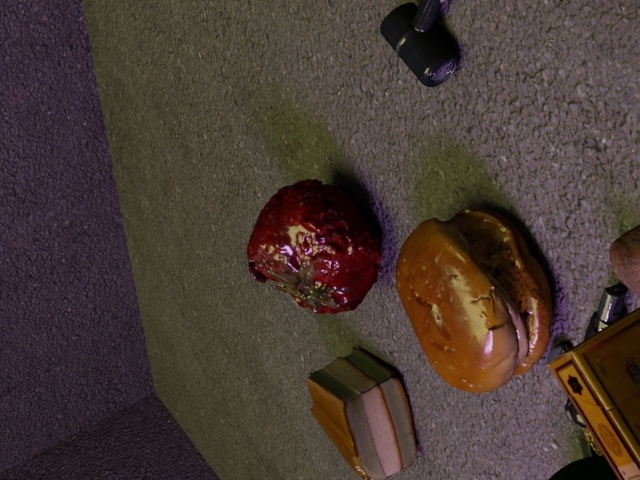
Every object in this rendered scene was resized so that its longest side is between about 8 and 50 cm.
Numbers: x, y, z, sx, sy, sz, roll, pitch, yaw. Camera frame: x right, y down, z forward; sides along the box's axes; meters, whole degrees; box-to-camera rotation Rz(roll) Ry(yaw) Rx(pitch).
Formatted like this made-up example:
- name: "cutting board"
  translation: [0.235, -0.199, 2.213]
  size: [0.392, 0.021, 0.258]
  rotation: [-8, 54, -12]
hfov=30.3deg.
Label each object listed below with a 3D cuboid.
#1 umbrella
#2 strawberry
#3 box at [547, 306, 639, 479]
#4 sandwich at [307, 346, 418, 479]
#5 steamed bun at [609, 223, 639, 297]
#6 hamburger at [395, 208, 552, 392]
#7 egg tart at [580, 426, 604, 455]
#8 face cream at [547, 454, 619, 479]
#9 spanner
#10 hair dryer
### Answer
- name: "umbrella"
  translation: [0.411, 0.170, 1.737]
  size: [0.066, 0.059, 0.236]
  rotation: [41, 133, 43]
- name: "strawberry"
  translation: [0.000, 0.000, 2.286]
  size: [0.274, 0.220, 0.274]
  rotation: [15, 147, 10]
- name: "box"
  translation: [0.464, 0.241, 1.563]
  size: [0.302, 0.192, 0.084]
  rotation: [60, 156, 10]
- name: "sandwich"
  translation: [0.086, 0.376, 2.550]
  size: [0.198, 0.155, 0.228]
  rotation: [27, 138, 57]
- name: "steamed bun"
  translation: [0.447, 0.025, 1.439]
  size: [0.175, 0.144, 0.106]
  rotation: [23, 136, 63]
- name: "hamburger"
  translation: [0.239, 0.101, 1.929]
  size: [0.290, 0.170, 0.314]
  rotation: [61, 159, 23]
- name: "egg tart"
  translation: [0.455, 0.298, 1.827]
  size: [0.129, 0.049, 0.129]
  rotation: [45, 153, 30]
- name: "face cream"
  translation: [0.454, 0.523, 1.818]
  size: [0.312, 0.219, 0.357]
  rotation: [30, 148, 43]
- name: "spanner"
  translation: [0.427, 0.308, 1.924]
  size: [0.093, 0.026, 0.326]
  rotation: [24, 136, 58]
- name: "hair dryer"
  translation: [0.172, -0.341, 1.754]
  size: [0.124, 0.071, 0.219]
  rotation: [52, 146, 22]
